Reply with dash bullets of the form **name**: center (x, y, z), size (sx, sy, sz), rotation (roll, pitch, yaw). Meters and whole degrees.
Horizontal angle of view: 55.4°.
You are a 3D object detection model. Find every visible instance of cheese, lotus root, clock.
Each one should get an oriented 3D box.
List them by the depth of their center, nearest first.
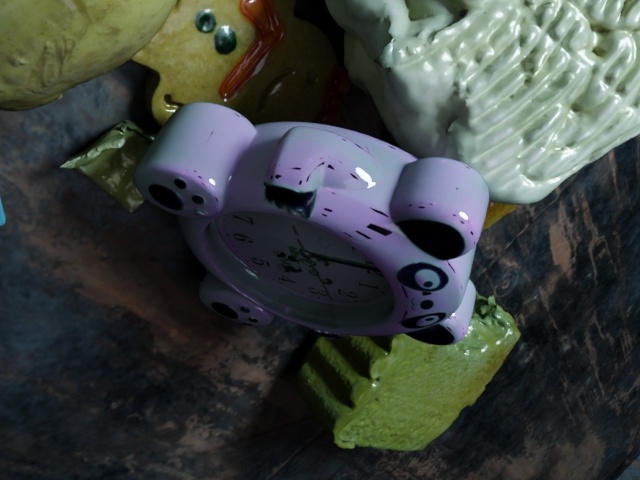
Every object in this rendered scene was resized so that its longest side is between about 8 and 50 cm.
- **lotus root**: center (-0.147, -0.160, 0.345), size (0.221, 0.118, 0.125), rotation (-35, 164, 10)
- **cheese**: center (-0.158, -0.064, 0.468), size (0.060, 0.041, 0.084), rotation (-43, 157, 6)
- **clock**: center (0.000, 0.000, 0.485), size (0.227, 0.248, 0.090), rotation (77, 30, -53)

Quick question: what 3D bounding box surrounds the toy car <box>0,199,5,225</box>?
- **toy car**: center (-0.311, -0.020, 0.312), size (0.248, 0.142, 0.200), rotation (-19, 133, -38)

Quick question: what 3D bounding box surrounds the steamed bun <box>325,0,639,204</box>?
- **steamed bun**: center (0.144, -0.204, 0.473), size (0.275, 0.206, 0.320), rotation (20, 107, -11)

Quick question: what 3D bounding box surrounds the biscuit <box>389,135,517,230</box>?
- **biscuit**: center (0.197, -0.138, 0.682), size (0.273, 0.049, 0.257), rotation (-48, 134, -1)

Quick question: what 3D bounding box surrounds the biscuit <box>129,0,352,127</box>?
- **biscuit**: center (-0.061, -0.143, 0.492), size (0.166, 0.036, 0.225), rotation (-49, 137, 0)

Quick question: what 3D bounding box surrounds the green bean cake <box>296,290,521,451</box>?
- **green bean cake**: center (0.108, 0.138, 0.758), size (0.236, 0.124, 0.233), rotation (27, 102, -45)
